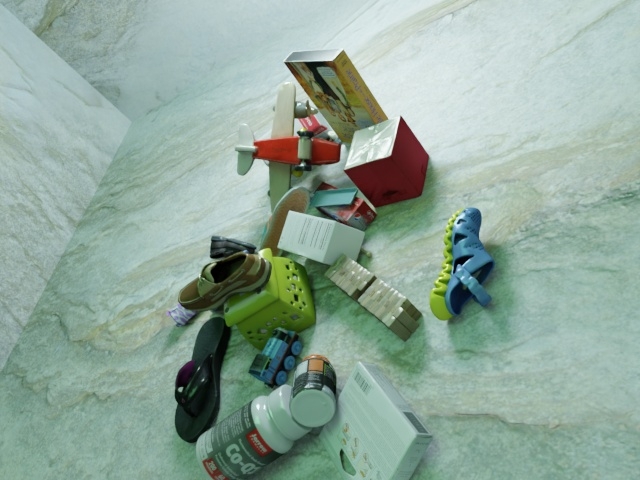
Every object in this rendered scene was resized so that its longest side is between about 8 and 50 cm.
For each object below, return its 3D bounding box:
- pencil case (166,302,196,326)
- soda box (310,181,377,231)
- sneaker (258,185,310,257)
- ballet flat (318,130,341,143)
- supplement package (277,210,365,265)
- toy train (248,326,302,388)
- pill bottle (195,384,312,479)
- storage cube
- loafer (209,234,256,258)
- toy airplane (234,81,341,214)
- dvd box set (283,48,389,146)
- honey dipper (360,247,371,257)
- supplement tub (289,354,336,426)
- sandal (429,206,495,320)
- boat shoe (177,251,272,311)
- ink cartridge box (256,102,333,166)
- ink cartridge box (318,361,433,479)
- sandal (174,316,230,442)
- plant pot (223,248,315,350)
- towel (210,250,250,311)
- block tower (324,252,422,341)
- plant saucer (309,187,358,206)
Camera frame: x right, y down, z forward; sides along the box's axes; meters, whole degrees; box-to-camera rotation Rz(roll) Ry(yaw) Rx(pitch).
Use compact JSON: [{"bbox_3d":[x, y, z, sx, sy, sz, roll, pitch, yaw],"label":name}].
[{"bbox_3d":[-0.482,0.224,2.160,0.206,0.088,0.086,-46,38,-3],"label":"pencil case"},{"bbox_3d":[0.070,-0.115,1.954,0.092,0.083,0.263,-50,36,-6],"label":"soda box"},{"bbox_3d":[-0.136,-0.072,2.042,0.302,0.108,0.121,-59,17,17],"label":"sneaker"},{"bbox_3d":[0.033,-0.394,2.284,0.188,0.070,0.070,-39,36,8],"label":"ballet flat"},{"bbox_3d":[0.000,0.000,1.837,0.244,0.139,0.133,16,88,50],"label":"supplement package"},{"bbox_3d":[-0.127,0.338,1.681,0.080,0.105,0.184,3,57,46],"label":"toy train"},{"bbox_3d":[-0.171,0.510,1.506,0.283,0.161,0.161,-36,36,12],"label":"pill bottle"},{"bbox_3d":[0.215,-0.250,1.852,0.184,0.193,0.214,-12,46,37],"label":"storage cube"},{"bbox_3d":[-0.341,0.043,2.208,0.303,0.109,0.095,9,81,55],"label":"loafer"},{"bbox_3d":[-0.122,-0.324,2.126,0.386,0.273,0.384,-46,68,27],"label":"toy airplane"},{"bbox_3d":[0.081,-0.483,2.019,0.062,0.420,0.308,-50,37,-13],"label":"dvd box set"},{"bbox_3d":[0.114,0.016,1.831,0.030,0.030,0.161,-49,39,-5],"label":"honey dipper"},{"bbox_3d":[-0.016,0.380,1.486,0.117,0.117,0.190,-36,13,13],"label":"supplement tub"},{"bbox_3d":[0.380,0.057,1.460,0.138,0.126,0.317,-4,60,38],"label":"sandal"},{"bbox_3d":[-0.298,0.108,1.685,0.324,0.120,0.122,-24,49,24],"label":"boat shoe"},{"bbox_3d":[-0.109,-0.414,2.320,0.273,0.114,0.197,-35,-6,14],"label":"ink cartridge box"},{"bbox_3d":[0.119,0.463,1.359,0.238,0.060,0.275,-65,33,15],"label":"ink cartridge box"},{"bbox_3d":[-0.404,0.431,1.859,0.168,0.107,0.445,-25,40,25],"label":"sandal"},{"bbox_3d":[-0.175,0.171,1.781,0.227,0.207,0.228,-31,46,20],"label":"plant pot"},{"bbox_3d":[-0.320,0.147,2.005,0.209,0.034,0.285,-60,6,-18],"label":"towel"},{"bbox_3d":[0.144,0.152,1.611,0.091,0.097,0.335,-48,38,-4],"label":"block tower"},{"bbox_3d":[0.044,-0.140,1.918,0.192,0.018,0.067,-1,55,46],"label":"plant saucer"}]
